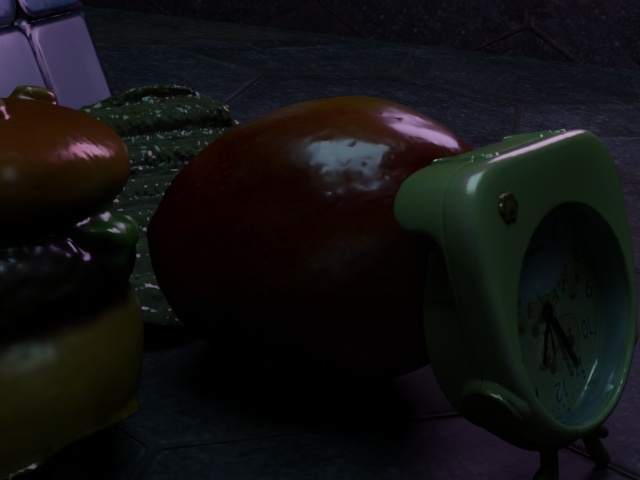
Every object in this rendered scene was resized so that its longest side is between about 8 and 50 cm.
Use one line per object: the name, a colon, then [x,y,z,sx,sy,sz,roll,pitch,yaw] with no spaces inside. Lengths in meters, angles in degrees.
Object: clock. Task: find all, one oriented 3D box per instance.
clock: [0.181,0.068,0.879,0.096,0.308,0.235,-5,10,43]

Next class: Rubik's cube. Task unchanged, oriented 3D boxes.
Rubik's cube: [-0.516,-0.253,1.391,0.313,0.318,0.316,-11,14,24]

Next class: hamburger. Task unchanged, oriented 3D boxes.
hamburger: [-0.331,0.013,0.828,0.395,0.277,0.396,-4,11,1]

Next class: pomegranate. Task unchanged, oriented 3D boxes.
pomegranate: [-0.219,0.187,0.788,0.084,0.073,0.073,-23,29,-13]

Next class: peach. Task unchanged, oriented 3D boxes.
peach: [0.000,0.000,1.008,0.332,0.308,0.308,-2,22,-6]

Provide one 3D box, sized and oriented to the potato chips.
potato chips: [-0.188,-0.041,1.216,0.429,0.070,0.358,-14,55,-41]
